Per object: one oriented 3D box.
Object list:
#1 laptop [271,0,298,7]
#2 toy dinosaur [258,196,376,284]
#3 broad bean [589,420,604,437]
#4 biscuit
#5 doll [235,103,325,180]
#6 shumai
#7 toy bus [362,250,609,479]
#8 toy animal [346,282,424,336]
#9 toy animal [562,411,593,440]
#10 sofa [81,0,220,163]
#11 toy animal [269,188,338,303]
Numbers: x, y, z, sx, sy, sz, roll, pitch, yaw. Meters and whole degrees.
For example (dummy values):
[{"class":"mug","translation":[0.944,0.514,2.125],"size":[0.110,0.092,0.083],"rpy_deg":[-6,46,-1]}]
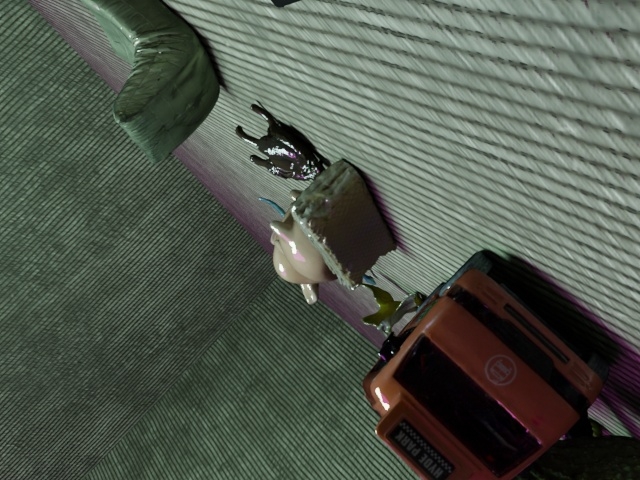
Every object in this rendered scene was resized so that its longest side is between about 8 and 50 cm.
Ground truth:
[{"class":"laptop","translation":[-0.072,-0.269,0.521],"size":[0.197,0.016,0.135],"rpy_deg":[49,172,-25]},{"class":"toy dinosaur","translation":[0.017,0.009,1.395],"size":[0.329,0.076,0.144],"rpy_deg":[35,176,-18]},{"class":"broad bean","translation":[0.447,0.347,1.074],"size":[0.070,0.048,0.213],"rpy_deg":[17,152,48]},{"class":"biscuit","translation":[0.037,-0.016,0.989],"size":[0.062,0.108,0.239],"rpy_deg":[42,173,32]},{"class":"doll","translation":[-0.054,-0.134,1.041],"size":[0.165,0.057,0.139],"rpy_deg":[36,167,21]},{"class":"shumai","translation":[0.311,0.349,0.735],"size":[0.261,0.225,0.221],"rpy_deg":[-1,113,39]},{"class":"toy bus","translation":[0.175,0.180,0.873],"size":[0.203,0.233,0.427],"rpy_deg":[43,173,9]},{"class":"toy animal","translation":[0.146,0.150,1.350],"size":[0.155,0.095,0.219],"rpy_deg":[34,166,-38]},{"class":"toy animal","translation":[0.384,0.353,0.908],"size":[0.273,0.197,0.160],"rpy_deg":[37,166,6]},{"class":"sofa","translation":[-0.291,-0.270,1.048],"size":[0.225,0.176,0.210],"rpy_deg":[42,173,7]},{"class":"toy animal","translation":[-0.009,0.003,1.192],"size":[0.154,0.166,0.250],"rpy_deg":[35,168,3]}]
